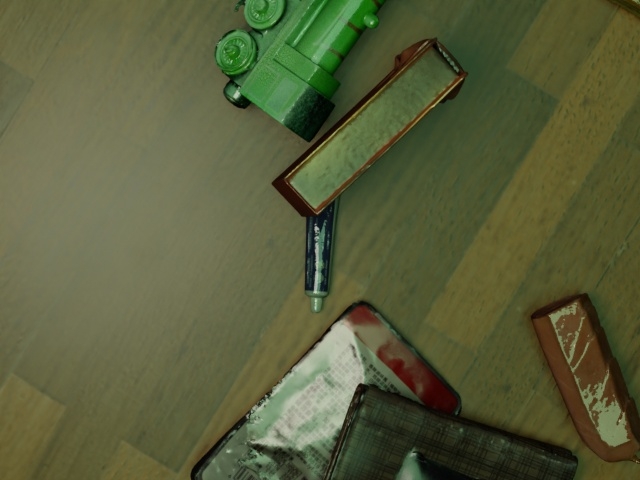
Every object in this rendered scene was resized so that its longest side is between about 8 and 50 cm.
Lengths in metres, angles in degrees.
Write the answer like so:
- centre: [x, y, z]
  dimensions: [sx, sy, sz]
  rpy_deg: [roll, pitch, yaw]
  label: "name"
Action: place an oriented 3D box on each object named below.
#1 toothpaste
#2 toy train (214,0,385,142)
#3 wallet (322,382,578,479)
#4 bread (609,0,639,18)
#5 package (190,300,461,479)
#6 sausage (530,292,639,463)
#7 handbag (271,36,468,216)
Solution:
- centre: [0.000, 0.000, 1.381]
  dimensions: [0.037, 0.021, 0.140]
  rpy_deg: [4, 88, -2]
  label: "toothpaste"
- centre: [0.007, -0.216, 1.321]
  dimensions: [0.119, 0.085, 0.251]
  rpy_deg: [39, 95, 31]
  label: "toy train"
- centre: [0.122, 0.225, 1.369]
  dimensions: [0.230, 0.042, 0.124]
  rpy_deg: [19, 92, -15]
  label: "wallet"
- centre: [0.312, -0.259, 1.369]
  dimensions: [0.094, 0.035, 0.090]
  rpy_deg: [29, 91, -2]
  label: "bread"
- centre: [0.009, 0.191, 1.384]
  dimensions: [0.239, 0.030, 0.154]
  rpy_deg: [-45, 100, 1]
  label: "package"
- centre: [0.258, 0.137, 1.374]
  dimensions: [0.065, 0.065, 0.169]
  rpy_deg: [-23, 92, 0]
  label: "sausage"
- centre: [0.043, -0.102, 1.317]
  dimensions: [0.190, 0.127, 0.063]
  rpy_deg: [-42, 95, -4]
  label: "handbag"
